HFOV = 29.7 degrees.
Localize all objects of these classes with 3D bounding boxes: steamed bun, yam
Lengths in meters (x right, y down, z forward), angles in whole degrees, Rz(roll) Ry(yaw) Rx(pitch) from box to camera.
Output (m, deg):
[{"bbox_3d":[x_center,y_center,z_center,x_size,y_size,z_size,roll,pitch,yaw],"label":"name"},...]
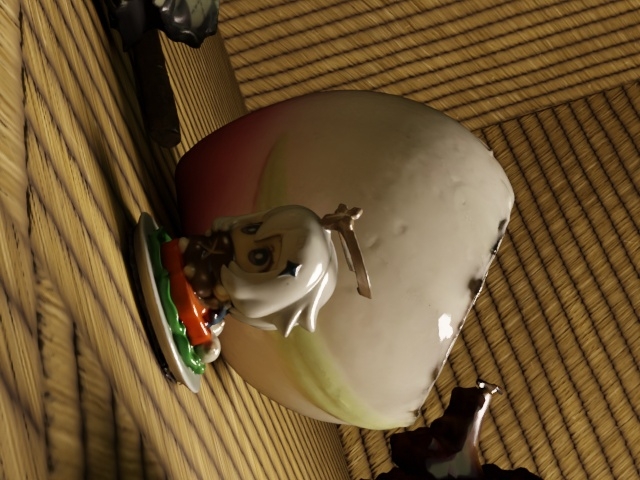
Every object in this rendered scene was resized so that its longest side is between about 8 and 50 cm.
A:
[{"bbox_3d":[0.000,0.000,1.058,0.309,0.309,0.309,-17,90,-89],"label":"steamed bun"},{"bbox_3d":[-0.151,-0.146,1.091,0.032,0.032,0.145,72,3,-59],"label":"yam"}]

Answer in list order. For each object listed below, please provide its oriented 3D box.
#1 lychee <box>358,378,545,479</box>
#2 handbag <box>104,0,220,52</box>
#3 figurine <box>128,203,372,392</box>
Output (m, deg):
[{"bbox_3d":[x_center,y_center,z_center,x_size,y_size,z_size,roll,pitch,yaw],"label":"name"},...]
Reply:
[{"bbox_3d":[0.066,0.220,0.628,0.264,0.264,0.300,71,22,-71],"label":"lychee"},{"bbox_3d":[-0.121,-0.303,0.834,0.416,0.180,0.316,-145,-123,-84],"label":"handbag"},{"bbox_3d":[-0.039,0.025,0.822,0.132,0.154,0.132,-16,90,-89],"label":"figurine"}]
